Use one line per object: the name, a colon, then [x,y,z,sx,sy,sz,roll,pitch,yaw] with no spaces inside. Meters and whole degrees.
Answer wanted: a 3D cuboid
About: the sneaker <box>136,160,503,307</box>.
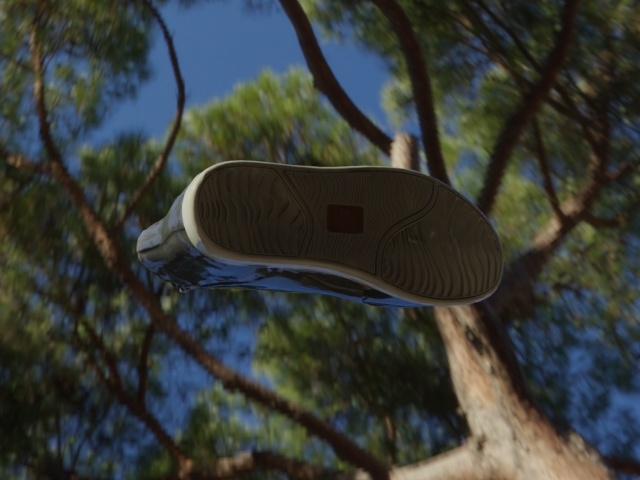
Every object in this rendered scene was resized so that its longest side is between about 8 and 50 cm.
sneaker: [0.000,0.000,1.081,0.222,0.118,0.083,12,-105,-23]
